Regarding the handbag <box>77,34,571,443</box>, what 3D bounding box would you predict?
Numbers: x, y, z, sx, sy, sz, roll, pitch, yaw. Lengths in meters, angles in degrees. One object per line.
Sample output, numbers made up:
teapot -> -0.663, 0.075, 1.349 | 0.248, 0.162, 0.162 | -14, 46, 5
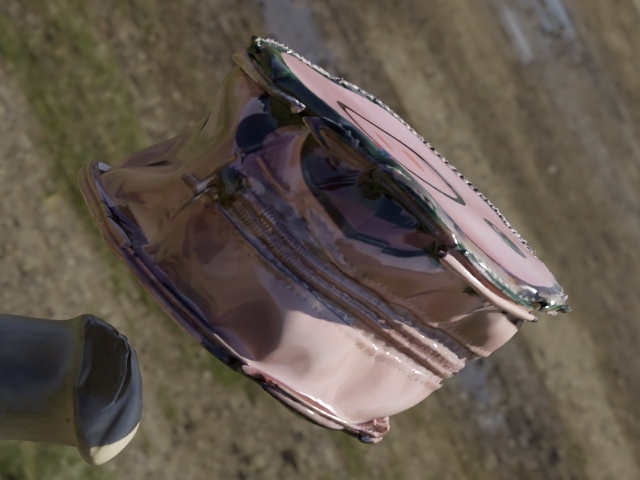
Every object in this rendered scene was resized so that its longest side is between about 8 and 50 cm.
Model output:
handbag -> 0.001, -0.001, 0.866 | 0.205, 0.116, 0.179 | 34, 13, -47

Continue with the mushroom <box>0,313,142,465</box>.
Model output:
mushroom -> -0.186, 0.042, 0.882 | 0.223, 0.092, 0.081 | 29, -2, -11
